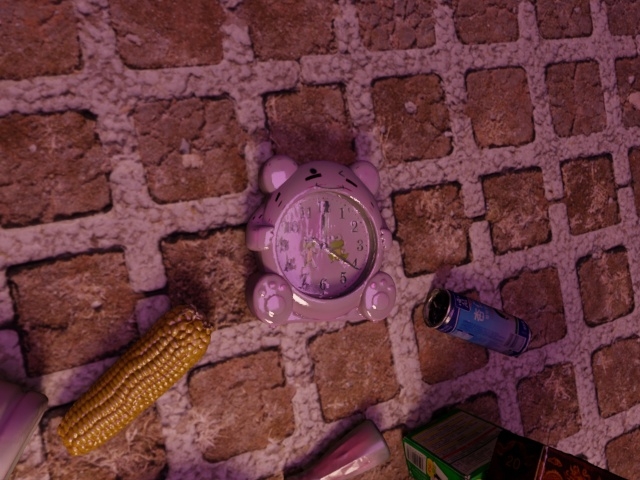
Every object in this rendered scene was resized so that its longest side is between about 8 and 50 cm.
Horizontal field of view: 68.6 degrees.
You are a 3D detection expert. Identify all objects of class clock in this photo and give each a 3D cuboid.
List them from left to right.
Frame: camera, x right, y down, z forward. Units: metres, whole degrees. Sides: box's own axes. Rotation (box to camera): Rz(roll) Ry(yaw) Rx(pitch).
[{"bbox_3d":[0.000,0.000,0.917,0.295,0.113,0.323,1,88,-20],"label":"clock"}]

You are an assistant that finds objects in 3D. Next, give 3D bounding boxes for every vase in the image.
[{"bbox_3d":[0.031,0.452,0.945,0.214,0.086,0.086,-26,98,-13],"label":"vase"}]

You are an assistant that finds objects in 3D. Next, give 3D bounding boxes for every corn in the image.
[{"bbox_3d":[-0.311,0.238,0.808,0.305,0.106,0.106,-46,104,-13],"label":"corn"}]

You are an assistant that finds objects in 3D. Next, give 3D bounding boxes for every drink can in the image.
[{"bbox_3d":[0.352,0.186,1.052,0.235,0.097,0.097,21,83,-18],"label":"drink can"}]

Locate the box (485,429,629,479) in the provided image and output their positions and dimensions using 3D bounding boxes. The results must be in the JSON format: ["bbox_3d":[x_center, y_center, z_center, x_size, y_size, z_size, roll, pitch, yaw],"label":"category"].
[{"bbox_3d":[0.369,0.559,0.764,0.264,0.115,0.416,27,73,-15],"label":"box"}]

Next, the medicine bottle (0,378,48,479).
[{"bbox_3d":[-0.590,0.261,0.648,0.325,0.212,0.212,29,80,-19],"label":"medicine bottle"}]

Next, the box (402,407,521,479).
[{"bbox_3d":[0.293,0.445,0.945,0.180,0.250,0.103,-18,94,-20],"label":"box"}]
